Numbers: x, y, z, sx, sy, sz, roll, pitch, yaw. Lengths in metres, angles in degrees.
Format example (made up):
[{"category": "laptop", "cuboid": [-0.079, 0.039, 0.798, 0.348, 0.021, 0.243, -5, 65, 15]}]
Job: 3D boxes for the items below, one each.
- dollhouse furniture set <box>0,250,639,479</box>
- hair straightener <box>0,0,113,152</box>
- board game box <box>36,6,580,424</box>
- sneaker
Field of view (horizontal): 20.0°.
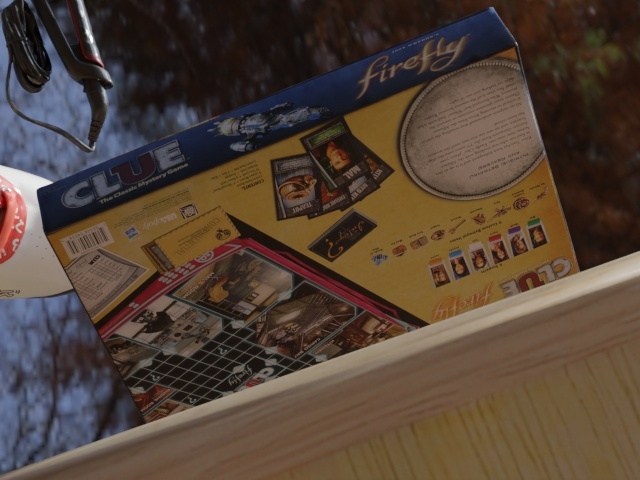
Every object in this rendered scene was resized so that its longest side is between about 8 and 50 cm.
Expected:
[{"category": "dollhouse furniture set", "cuboid": [0.021, 0.183, 0.517, 0.362, 0.256, 0.394, -18, -10, -15]}, {"category": "hair straightener", "cuboid": [-0.215, -0.167, 1.339, 0.089, 0.230, 0.047, -18, -13, -5]}, {"category": "board game box", "cuboid": [0.000, 0.000, 0.926, 0.243, 0.042, 0.165, -21, -52, 0]}, {"category": "sneaker", "cuboid": [-0.258, -0.019, 1.129, 0.270, 0.145, 0.090, 18, -92, -11]}]
